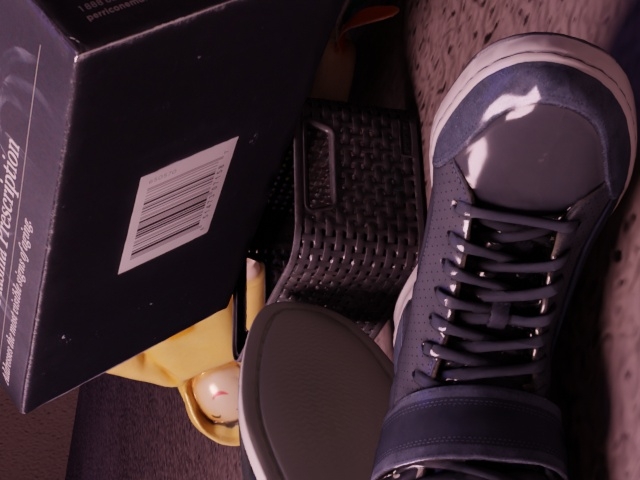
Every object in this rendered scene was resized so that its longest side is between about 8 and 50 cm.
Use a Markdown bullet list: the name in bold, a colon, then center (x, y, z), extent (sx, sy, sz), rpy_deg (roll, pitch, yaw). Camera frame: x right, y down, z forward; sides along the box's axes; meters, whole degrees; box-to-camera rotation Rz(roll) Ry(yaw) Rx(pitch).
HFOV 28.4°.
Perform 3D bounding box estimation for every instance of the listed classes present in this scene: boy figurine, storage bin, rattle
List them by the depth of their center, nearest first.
- **storage bin**: center (0.000, 0.000, 0.839), extent (0.180, 0.084, 0.122), rpy_deg (120, 153, -57)
- **rattle**: center (-0.033, -0.126, 0.925), extent (0.200, 0.142, 0.130), rpy_deg (108, -172, -65)
- **boy figurine**: center (-0.123, 0.067, 1.060), extent (0.092, 0.177, 0.285), rpy_deg (-117, 4, -51)

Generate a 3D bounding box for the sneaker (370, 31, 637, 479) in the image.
- **sneaker**: center (0.072, 0.045, 0.499), extent (0.226, 0.086, 0.163), rpy_deg (98, 180, -51)

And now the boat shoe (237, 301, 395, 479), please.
- **boat shoe**: center (0.004, 0.160, 0.685), extent (0.302, 0.114, 0.091), rpy_deg (-101, 27, -49)

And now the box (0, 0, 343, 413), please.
- **box**: center (-0.181, -0.125, 0.781), extent (0.312, 0.179, 0.343), rpy_deg (50, 145, 20)
